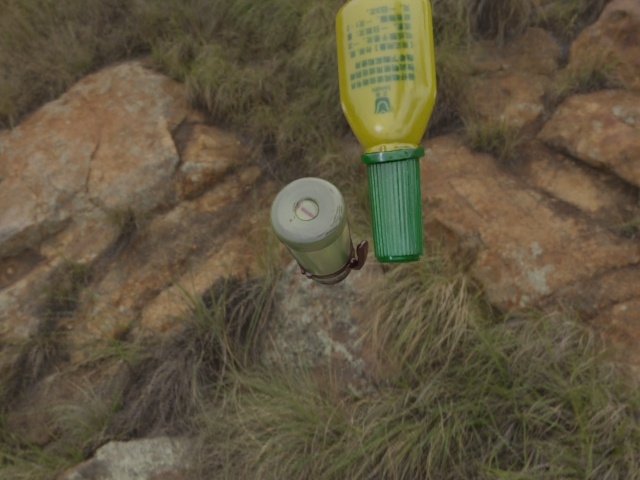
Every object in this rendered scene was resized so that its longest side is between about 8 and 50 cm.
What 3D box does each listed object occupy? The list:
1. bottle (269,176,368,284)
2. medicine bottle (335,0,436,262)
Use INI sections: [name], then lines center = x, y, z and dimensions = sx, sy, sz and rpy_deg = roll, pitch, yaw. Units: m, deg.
[bottle]
center = -0.001, -0.001, 0.434
dimensions = 0.047, 0.101, 0.063
rpy_deg = -33, 66, -4
[medicine bottle]
center = 0.077, -0.128, 0.744
dimensions = 0.111, 0.076, 0.309
rpy_deg = -5, 85, 22
